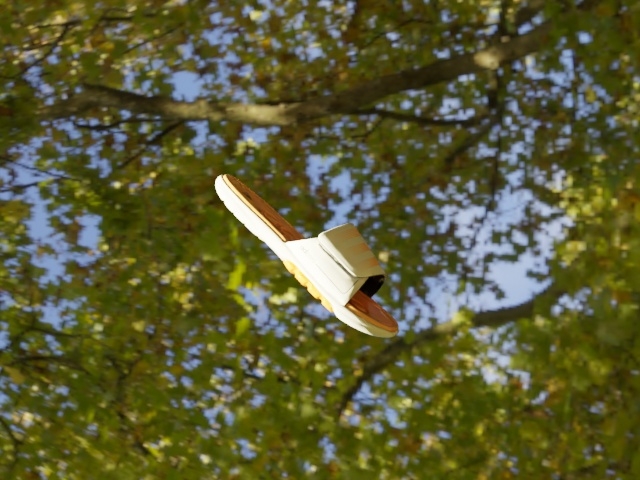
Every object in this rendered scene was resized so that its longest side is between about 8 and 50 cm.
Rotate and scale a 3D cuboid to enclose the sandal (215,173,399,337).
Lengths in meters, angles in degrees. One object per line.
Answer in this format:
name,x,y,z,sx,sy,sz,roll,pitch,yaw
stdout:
sandal,-0.003,0.000,1.257,0.265,0.102,0.076,43,-77,7
